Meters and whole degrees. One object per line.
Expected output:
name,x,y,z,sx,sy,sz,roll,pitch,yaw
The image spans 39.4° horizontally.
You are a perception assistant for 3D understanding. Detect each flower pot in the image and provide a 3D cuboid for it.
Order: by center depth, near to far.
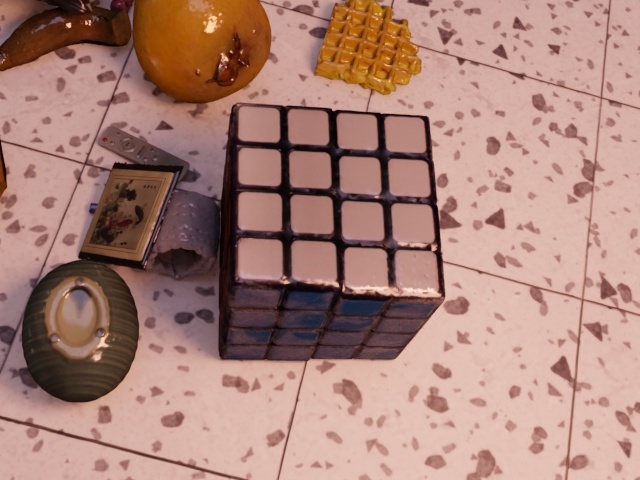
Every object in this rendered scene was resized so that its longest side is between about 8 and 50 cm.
flower pot,-0.398,0.148,1.489,0.189,0.157,0.243,-2,67,-12

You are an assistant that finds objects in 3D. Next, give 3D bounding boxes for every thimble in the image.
thimble,-0.251,-0.007,1.591,0.127,0.151,0.117,22,56,-33

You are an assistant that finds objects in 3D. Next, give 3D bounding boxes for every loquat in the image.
loquat,-0.228,-0.393,1.723,0.275,0.275,0.274,4,64,-8

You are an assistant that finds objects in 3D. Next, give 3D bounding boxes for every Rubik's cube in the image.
Rubik's cube,0.000,0.000,1.528,0.337,0.344,0.343,3,65,-10

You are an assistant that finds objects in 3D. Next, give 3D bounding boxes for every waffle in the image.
waffle,0.118,-0.420,1.909,0.219,0.057,0.229,17,62,-2

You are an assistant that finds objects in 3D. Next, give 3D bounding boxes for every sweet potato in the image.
sweet potato,-0.517,-0.408,1.776,0.286,0.085,0.112,-21,74,-18

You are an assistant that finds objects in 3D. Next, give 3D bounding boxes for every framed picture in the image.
framed picture,-0.341,-0.050,1.585,0.195,0.010,0.199,7,72,38

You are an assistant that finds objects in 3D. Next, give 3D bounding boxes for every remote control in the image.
remote control,-0.340,-0.164,1.724,0.184,0.027,0.050,27,62,9

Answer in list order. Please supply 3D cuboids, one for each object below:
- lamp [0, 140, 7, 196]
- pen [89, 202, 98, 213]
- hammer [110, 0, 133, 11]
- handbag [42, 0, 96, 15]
lamp,-0.655,-0.130,1.581,0.185,0.161,0.161,-10,67,-14
pen,-0.328,-0.049,1.670,0.204,0.025,0.025,6,64,-6
hammer,-0.409,-0.507,1.868,0.043,0.043,0.083,18,61,-1
handbag,-0.619,-0.589,1.775,0.416,0.180,0.316,5,55,-3
